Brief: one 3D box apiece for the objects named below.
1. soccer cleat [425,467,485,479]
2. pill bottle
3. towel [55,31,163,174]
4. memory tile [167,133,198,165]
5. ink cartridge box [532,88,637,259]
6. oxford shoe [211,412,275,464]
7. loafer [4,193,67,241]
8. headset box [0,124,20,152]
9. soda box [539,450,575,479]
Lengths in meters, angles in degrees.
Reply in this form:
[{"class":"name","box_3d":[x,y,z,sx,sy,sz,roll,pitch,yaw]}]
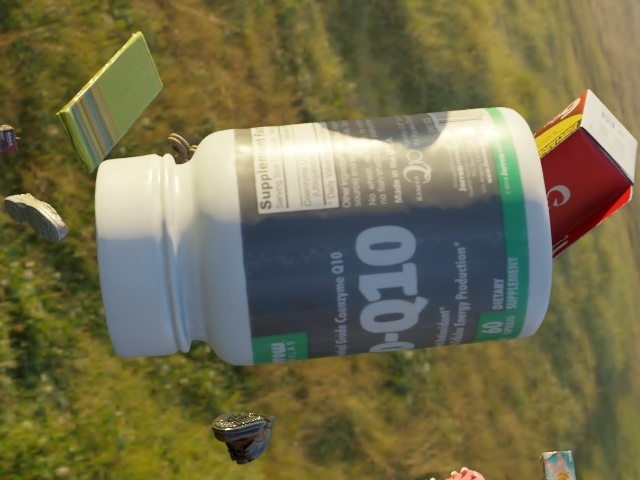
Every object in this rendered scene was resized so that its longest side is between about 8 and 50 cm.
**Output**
[{"class":"soccer cleat","box_3d":[0.266,0.505,2.316,0.095,0.248,0.083,48,61,-5]},{"class":"pill bottle","box_3d":[0.000,0.000,1.026,0.204,0.361,0.204,174,-90,-88]},{"class":"towel","box_3d":[-0.296,-0.199,1.698,0.237,0.021,0.102,-61,143,-47]},{"class":"memory tile","box_3d":[-0.137,-0.077,1.563,0.012,0.148,0.113,-50,152,-23]},{"class":"ink cartridge box","box_3d":[0.340,-0.064,1.888,0.130,0.309,0.272,46,26,-7]},{"class":"oxford shoe","box_3d":[-0.139,0.368,2.199,0.227,0.083,0.096,26,71,-69]},{"class":"loafer","box_3d":[-0.365,-0.036,1.555,0.039,0.125,0.045,-31,130,-35]},{"class":"headset box","box_3d":[-0.452,-0.135,1.619,0.062,0.083,0.032,-156,-122,-64]},{"class":"soda box","box_3d":[0.460,0.498,2.276,0.063,0.058,0.183,80,5,-70]}]
